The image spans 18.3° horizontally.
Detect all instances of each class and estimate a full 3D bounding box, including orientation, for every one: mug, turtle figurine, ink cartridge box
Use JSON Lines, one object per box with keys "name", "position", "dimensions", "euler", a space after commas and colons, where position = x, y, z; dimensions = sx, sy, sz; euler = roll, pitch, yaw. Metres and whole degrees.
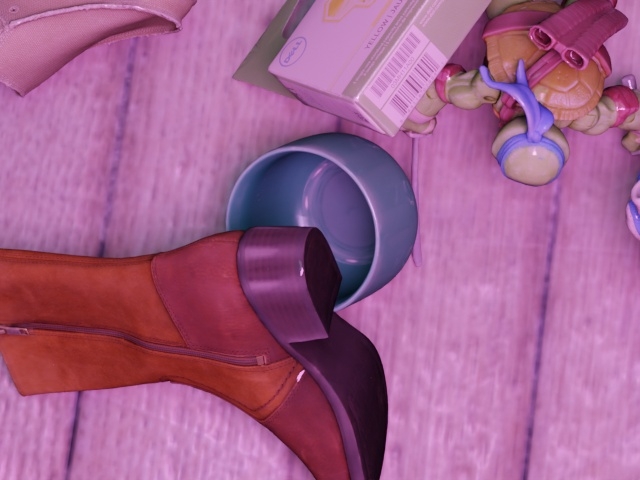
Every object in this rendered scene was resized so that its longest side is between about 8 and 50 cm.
{"name": "mug", "position": [-0.002, -0.009, 1.500], "dimensions": [0.157, 0.097, 0.129], "euler": [-34, 86, 31]}
{"name": "turtle figurine", "position": [0.156, -0.121, 1.517], "dimensions": [0.197, 0.275, 0.266], "euler": [-5, 57, 24]}
{"name": "ink cartridge box", "position": [0.024, -0.179, 1.480], "dimensions": [0.171, 0.056, 0.235], "euler": [-55, 37, -7]}

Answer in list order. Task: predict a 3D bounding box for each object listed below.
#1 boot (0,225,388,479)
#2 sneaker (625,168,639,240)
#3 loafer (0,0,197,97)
{"name": "boot", "position": [-0.105, 0.107, 1.469], "dimensions": [0.280, 0.264, 0.096], "euler": [-6, 45, 21]}
{"name": "sneaker", "position": [0.289, 0.054, 1.395], "dimensions": [0.236, 0.130, 0.323], "euler": [25, 59, -33]}
{"name": "loafer", "position": [-0.225, -0.160, 1.547], "dimensions": [0.268, 0.102, 0.092], "euler": [-5, 80, 11]}
